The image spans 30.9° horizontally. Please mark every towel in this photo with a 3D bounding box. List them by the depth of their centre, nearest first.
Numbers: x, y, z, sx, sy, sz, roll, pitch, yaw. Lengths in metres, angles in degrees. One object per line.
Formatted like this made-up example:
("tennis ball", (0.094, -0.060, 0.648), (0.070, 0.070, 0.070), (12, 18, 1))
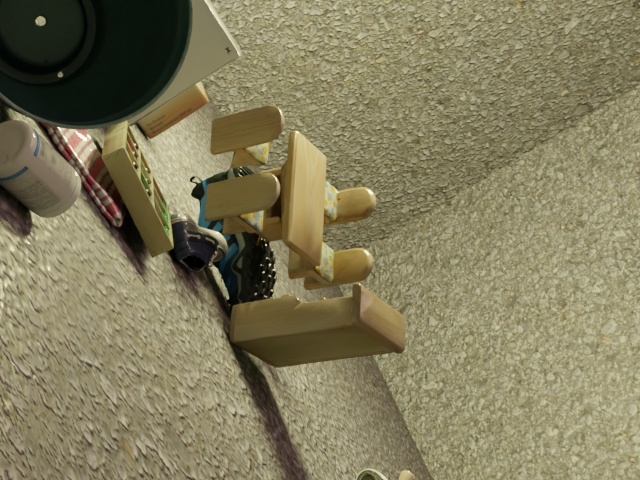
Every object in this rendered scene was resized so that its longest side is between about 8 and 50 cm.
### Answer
("towel", (-0.335, -0.117, 1.675), (0.197, 0.029, 0.144), (58, 5, -17))

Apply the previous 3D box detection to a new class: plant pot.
("plant pot", (-0.334, -0.284, 1.456), (0.293, 0.293, 0.196), (57, -23, -20))

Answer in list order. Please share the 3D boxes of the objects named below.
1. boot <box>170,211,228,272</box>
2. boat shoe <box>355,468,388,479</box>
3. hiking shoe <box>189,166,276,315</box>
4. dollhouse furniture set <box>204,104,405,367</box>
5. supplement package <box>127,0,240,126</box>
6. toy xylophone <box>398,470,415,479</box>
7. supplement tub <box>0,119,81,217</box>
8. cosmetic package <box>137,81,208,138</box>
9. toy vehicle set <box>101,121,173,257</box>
("boot", (-0.208, 0.023, 1.986), (0.190, 0.069, 0.086), (35, 30, -60))
("boat shoe", (0.107, 0.501, 2.152), (0.070, 0.077, 0.219), (57, 6, -38))
("hiking shoe", (-0.165, 0.017, 2.143), (0.113, 0.132, 0.304), (23, 57, -58))
("dollhouse furniture set", (0.000, 0.000, 2.033), (0.362, 0.256, 0.394), (38, 48, -53))
("supplement package", (-0.305, -0.353, 2.070), (0.204, 0.261, 0.145), (57, 4, -16))
("toy xylophone", (0.179, 0.532, 1.915), (0.236, 0.081, 0.323), (51, 47, -23))
("supplement tub", (-0.322, -0.079, 1.283), (0.071, 0.071, 0.107), (62, 4, 34))
("cosmetic package", (-0.362, -0.365, 2.266), (0.296, 0.153, 0.129), (54, 6, -40))
("toy vehicle set", (-0.280, -0.086, 1.775), (0.267, 0.035, 0.166), (-121, -174, -73))
